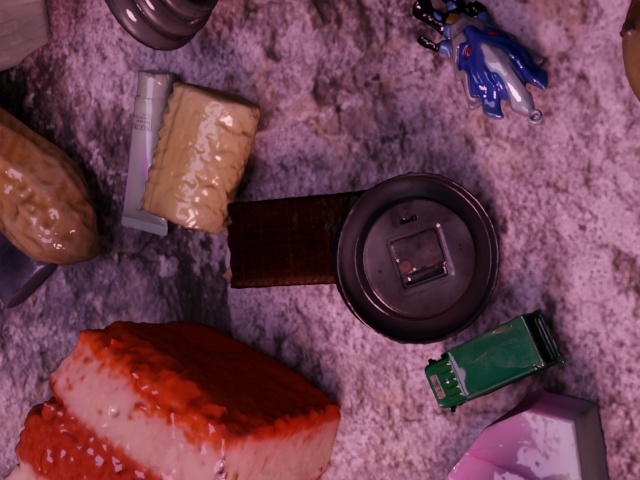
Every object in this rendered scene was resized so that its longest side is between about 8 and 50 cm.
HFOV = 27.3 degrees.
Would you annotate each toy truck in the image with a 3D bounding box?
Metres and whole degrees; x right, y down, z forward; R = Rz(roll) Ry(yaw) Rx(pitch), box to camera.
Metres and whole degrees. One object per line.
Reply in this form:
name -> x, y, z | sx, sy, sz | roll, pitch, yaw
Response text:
toy truck -> 0.182, 0.131, 1.406 | 0.147, 0.079, 0.065 | -29, 77, 31

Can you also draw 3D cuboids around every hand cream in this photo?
hand cream -> -0.214, -0.112, 1.655 | 0.078, 0.050, 0.205 | 12, 102, 31

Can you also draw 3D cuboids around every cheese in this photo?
cheese -> -0.144, -0.100, 1.589 | 0.123, 0.093, 0.167 | 22, 99, 39

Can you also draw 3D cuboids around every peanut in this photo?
peanut -> -0.409, -0.084, 1.705 | 0.325, 0.153, 0.140 | 39, 100, 14

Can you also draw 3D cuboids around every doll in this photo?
doll -> 0.176, -0.195, 1.406 | 0.096, 0.070, 0.195 | -34, 68, -4

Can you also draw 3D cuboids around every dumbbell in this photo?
dumbbell -> -0.087, -0.342, 1.493 | 0.406, 0.179, 0.179 | -17, 83, 31

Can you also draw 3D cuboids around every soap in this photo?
soap -> 0.201, 0.320, 1.385 | 0.192, 0.109, 0.324 | 14, 99, 29

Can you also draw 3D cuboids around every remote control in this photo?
remote control -> -0.491, -0.086, 1.826 | 0.107, 0.044, 0.378 | -42, 72, 19

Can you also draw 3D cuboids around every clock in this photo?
clock -> 0.100, 0.020, 1.408 | 0.040, 0.184, 0.185 | 177, 90, -75

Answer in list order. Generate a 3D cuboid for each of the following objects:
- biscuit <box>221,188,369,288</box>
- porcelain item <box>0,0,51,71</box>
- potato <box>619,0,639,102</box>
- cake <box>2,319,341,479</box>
biscuit -> 0.000, 0.000, 1.516 | 0.252, 0.070, 0.106 | -5, 89, 31
porcelain item -> -0.491, -0.299, 1.655 | 0.285, 0.281, 0.157 | -22, 83, -11
potato -> 0.372, -0.227, 1.229 | 0.165, 0.165, 0.262 | 16, 88, 30
cake -> -0.171, 0.270, 1.515 | 0.270, 0.269, 0.320 | 33, 106, 27
